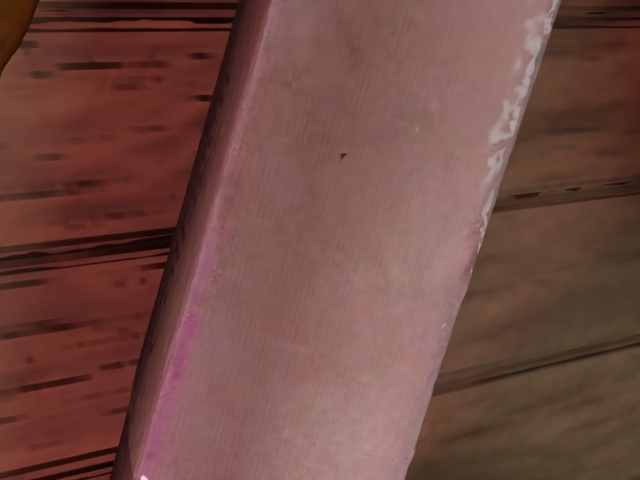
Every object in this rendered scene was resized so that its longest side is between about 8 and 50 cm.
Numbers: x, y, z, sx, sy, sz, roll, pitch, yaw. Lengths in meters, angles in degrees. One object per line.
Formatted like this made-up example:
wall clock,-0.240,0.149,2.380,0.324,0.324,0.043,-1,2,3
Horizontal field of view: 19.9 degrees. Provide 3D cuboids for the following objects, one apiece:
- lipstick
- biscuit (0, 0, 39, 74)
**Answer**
lipstick,0.000,0.000,0.451,0.068,0.066,0.317,13,106,-11
biscuit,-0.133,-0.085,0.319,0.220,0.066,0.221,-20,117,-46
